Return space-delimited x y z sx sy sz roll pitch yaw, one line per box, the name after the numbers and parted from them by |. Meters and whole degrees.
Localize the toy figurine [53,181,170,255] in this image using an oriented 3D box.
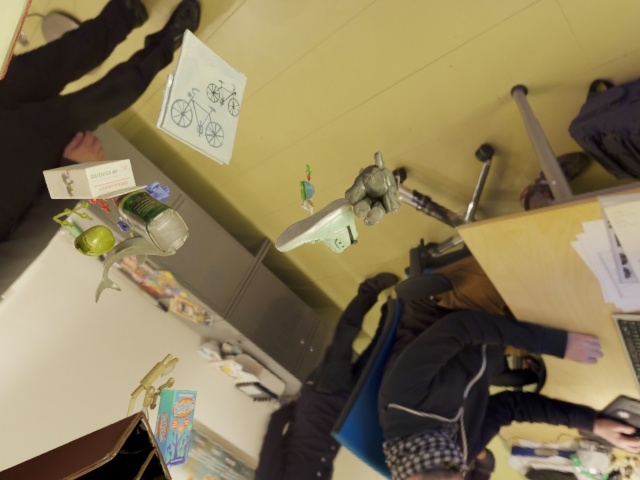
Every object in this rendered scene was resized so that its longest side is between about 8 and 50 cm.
-0.584 -0.119 1.466 0.217 0.362 0.191 -38 91 30 | toy figurine

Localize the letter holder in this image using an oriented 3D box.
-0.446 0.455 0.824 0.214 0.301 0.152 171 77 -84 | letter holder

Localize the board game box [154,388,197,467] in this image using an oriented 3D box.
-0.430 0.549 1.413 0.047 0.210 0.160 1 163 10 | board game box

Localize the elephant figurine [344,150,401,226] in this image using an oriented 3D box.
0.158 -0.143 1.436 0.186 0.239 0.169 -37 91 13 | elephant figurine

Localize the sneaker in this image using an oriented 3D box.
0.001 0.000 1.411 0.094 0.255 0.151 38 155 58 | sneaker

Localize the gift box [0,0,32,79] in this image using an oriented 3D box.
-0.552 -0.412 0.745 0.276 0.258 0.255 18 -170 -39 | gift box

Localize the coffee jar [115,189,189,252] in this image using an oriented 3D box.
-0.363 -0.048 1.024 0.184 0.079 0.096 26 150 41 | coffee jar

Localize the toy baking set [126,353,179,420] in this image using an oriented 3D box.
-0.495 0.458 1.406 0.030 0.256 0.197 20 127 16 | toy baking set

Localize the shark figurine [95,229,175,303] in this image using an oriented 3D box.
-0.599 0.053 1.437 0.278 0.116 0.166 -34 100 9 | shark figurine

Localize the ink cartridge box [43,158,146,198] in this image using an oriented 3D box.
-0.456 -0.125 0.974 0.181 0.104 0.062 3 111 30 | ink cartridge box

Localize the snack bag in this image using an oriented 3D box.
-0.376 -0.460 1.566 0.037 0.343 0.323 5 170 30 | snack bag

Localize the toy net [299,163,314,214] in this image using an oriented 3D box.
-0.051 -0.162 1.625 0.045 0.122 0.232 -9 164 -6 | toy net
